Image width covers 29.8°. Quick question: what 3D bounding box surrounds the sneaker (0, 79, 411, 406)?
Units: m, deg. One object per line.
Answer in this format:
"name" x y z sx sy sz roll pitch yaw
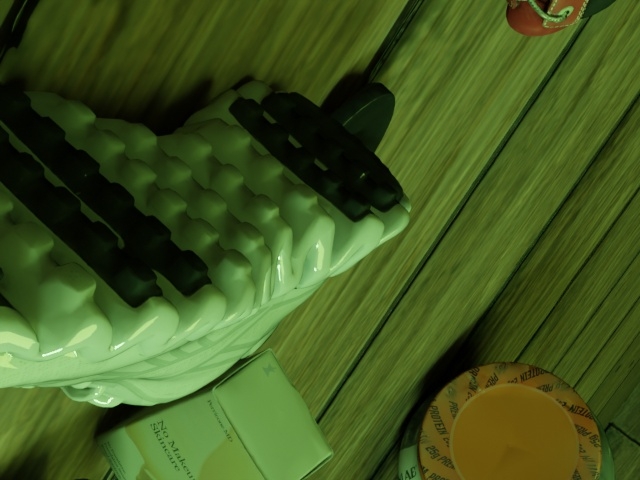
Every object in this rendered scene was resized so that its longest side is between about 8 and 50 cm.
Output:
"sneaker" -0.072 0.016 0.420 0.118 0.110 0.292 -51 160 23

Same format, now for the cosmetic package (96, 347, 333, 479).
"cosmetic package" -0.053 0.097 0.569 0.041 0.060 0.115 -32 -179 -41

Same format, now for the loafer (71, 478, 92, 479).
"loafer" -0.133 0.232 0.633 0.095 0.109 0.302 -43 155 -33

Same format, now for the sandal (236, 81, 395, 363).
"sandal" 0.000 0.000 0.615 0.067 0.040 0.179 -17 140 -56

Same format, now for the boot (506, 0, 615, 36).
"boot" 0.100 -0.145 0.535 0.244 0.088 0.176 -37 156 -42

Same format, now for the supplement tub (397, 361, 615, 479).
"supplement tub" 0.171 0.239 1.136 0.193 0.194 0.316 -46 157 -16
